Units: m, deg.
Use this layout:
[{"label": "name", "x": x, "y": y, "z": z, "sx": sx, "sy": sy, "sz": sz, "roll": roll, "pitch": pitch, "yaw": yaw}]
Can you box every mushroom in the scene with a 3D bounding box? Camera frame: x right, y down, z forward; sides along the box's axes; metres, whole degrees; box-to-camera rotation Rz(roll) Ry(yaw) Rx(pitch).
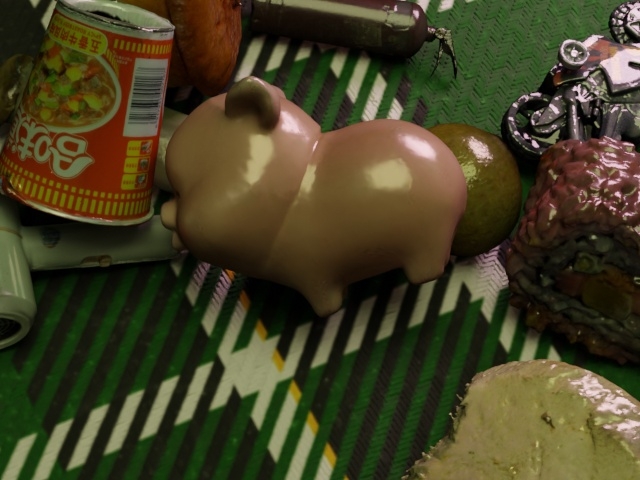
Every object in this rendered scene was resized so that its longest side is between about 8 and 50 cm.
[{"label": "mushroom", "x": -0.240, "y": -0.128, "z": 1.905, "sx": 0.312, "sy": 0.081, "sz": 0.100, "roll": 20, "pitch": 66, "yaw": -1}]

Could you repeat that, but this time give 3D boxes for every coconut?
[{"label": "coconut", "x": 0.236, "y": 0.282, "z": 1.605, "sx": 0.297, "sy": 0.309, "sz": 0.297, "roll": -10, "pitch": 63, "yaw": 21}]

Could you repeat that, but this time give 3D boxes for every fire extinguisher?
[{"label": "fire extinguisher", "x": 0.044, "y": -0.263, "z": 2.033, "sx": 0.267, "sy": 0.072, "sz": 0.089, "roll": 10, "pitch": 86, "yaw": -3}]

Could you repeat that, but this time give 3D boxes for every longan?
[{"label": "longan", "x": 0.150, "y": -0.051, "z": 1.888, "sx": 0.145, "sy": 0.176, "sz": 0.155, "roll": 25, "pitch": 22, "yaw": -42}]

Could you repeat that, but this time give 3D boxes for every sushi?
[{"label": "sushi", "x": 0.350, "y": 0.004, "z": 1.820, "sx": 0.270, "sy": 0.236, "sz": 0.171, "roll": 25, "pitch": 46, "yaw": -4}]

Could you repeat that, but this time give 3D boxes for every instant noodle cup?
[{"label": "instant noodle cup", "x": -0.246, "y": -0.146, "z": 1.756, "sx": 0.193, "sy": 0.212, "sz": 0.193, "roll": 15, "pitch": 16, "yaw": -5}]

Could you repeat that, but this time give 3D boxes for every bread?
[{"label": "bread", "x": -0.186, "y": -0.317, "z": 1.914, "sx": 0.172, "sy": 0.312, "sz": 0.312, "roll": -7, "pitch": 59, "yaw": 7}]

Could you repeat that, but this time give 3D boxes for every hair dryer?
[{"label": "hair dryer", "x": -0.253, "y": 0.013, "z": 1.815, "sx": 0.357, "sy": 0.107, "sz": 0.173, "roll": -6, "pitch": 63, "yaw": -19}]

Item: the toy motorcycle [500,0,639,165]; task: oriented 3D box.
[{"label": "toy motorcycle", "x": 0.358, "y": -0.172, "z": 2.002, "sx": 0.173, "sy": 0.108, "sz": 0.307, "roll": 42, "pitch": 65, "yaw": 10}]

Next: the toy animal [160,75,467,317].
[{"label": "toy animal", "x": -0.011, "y": -0.053, "z": 1.756, "sx": 0.326, "sy": 0.237, "sz": 0.269, "roll": -16, "pitch": 93, "yaw": 4}]
